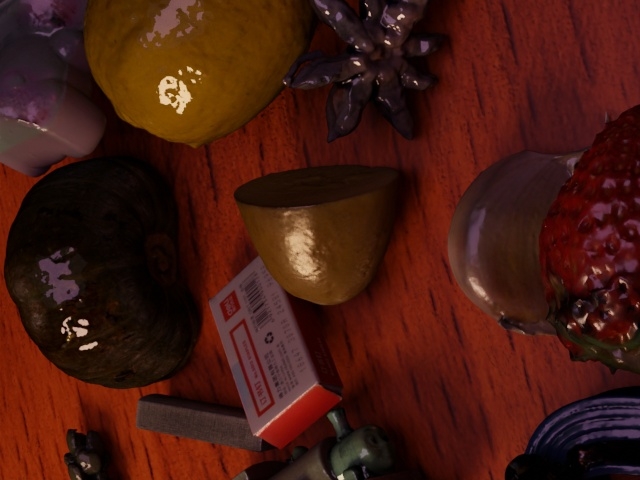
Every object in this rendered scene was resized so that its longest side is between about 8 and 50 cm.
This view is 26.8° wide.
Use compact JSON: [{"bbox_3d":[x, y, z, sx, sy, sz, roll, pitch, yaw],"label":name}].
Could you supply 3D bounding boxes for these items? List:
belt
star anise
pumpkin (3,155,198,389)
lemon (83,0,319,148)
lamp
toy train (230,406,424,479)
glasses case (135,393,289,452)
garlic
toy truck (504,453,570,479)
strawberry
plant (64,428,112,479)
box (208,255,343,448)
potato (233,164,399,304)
[{"bbox_3d":[0.393,0.265,1.421,0.347,0.117,0.212,6,94,30],"label":"belt"},{"bbox_3d":[0.060,-0.225,1.579,0.236,0.229,0.093,-50,27,9],"label":"star anise"},{"bbox_3d":[-0.324,0.044,1.791,0.242,0.232,0.324,-22,77,33],"label":"pumpkin"},{"bbox_3d":[-0.144,-0.274,1.640,0.285,0.285,0.316,28,126,28],"label":"lemon"},{"bbox_3d":[-0.381,-0.262,1.781,0.247,0.247,0.301,-19,52,48],"label":"lamp"},{"bbox_3d":[0.007,0.347,1.651,0.304,0.150,0.221,-39,66,29],"label":"toy train"},{"bbox_3d":[-0.143,0.238,1.775,0.205,0.071,0.047,5,92,32],"label":"glasses case"},{"bbox_3d":[0.226,-0.031,1.528,0.128,0.149,0.266,-136,56,-63],"label":"garlic"},{"bbox_3d":[0.168,0.341,1.397,0.127,0.127,0.257,44,110,15],"label":"toy truck"},{"bbox_3d":[0.349,-0.005,1.374,0.239,0.250,0.288,20,72,-2],"label":"strawberry"},{"bbox_3d":[-0.319,0.345,1.888,0.085,0.087,0.174,-15,79,-4],"label":"plant"},{"bbox_3d":[-0.058,0.133,1.685,0.123,0.050,0.229,-43,49,24],"label":"box"},{"bbox_3d":[0.000,0.000,1.635,0.204,0.178,0.158,-3,107,8],"label":"potato"}]
